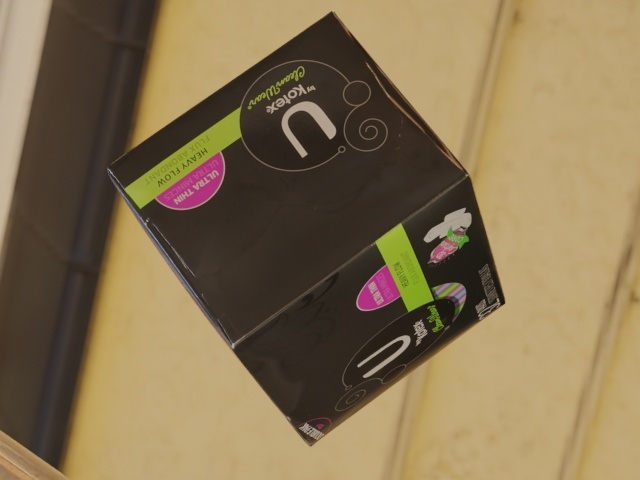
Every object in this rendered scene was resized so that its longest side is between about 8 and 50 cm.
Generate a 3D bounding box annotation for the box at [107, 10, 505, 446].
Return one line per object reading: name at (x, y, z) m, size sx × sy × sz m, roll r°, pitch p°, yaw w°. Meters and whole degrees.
box at (0.000, 0.000, 0.418) m, size 0.062 × 0.052 × 0.083 m, roll -36°, pitch -22°, yaw -3°

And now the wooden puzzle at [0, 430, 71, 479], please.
wooden puzzle at (-0.199, 0.119, 0.620) m, size 0.080 × 0.322 × 0.348 m, roll -42°, pitch -18°, yaw -50°
